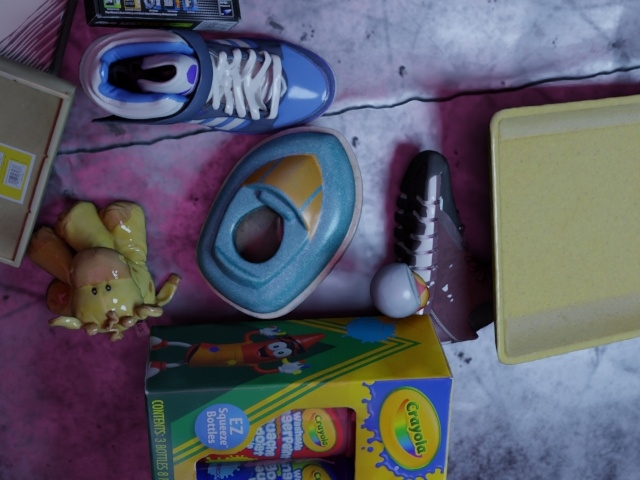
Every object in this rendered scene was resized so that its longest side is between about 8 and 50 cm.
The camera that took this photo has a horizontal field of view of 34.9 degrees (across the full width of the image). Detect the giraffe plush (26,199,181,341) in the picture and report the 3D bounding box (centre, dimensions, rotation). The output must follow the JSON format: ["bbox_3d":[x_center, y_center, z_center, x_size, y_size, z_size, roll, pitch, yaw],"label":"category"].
[{"bbox_3d":[-0.282,0.059,1.317,0.181,0.170,0.210,-35,102,2],"label":"giraffe plush"}]

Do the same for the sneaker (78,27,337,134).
[{"bbox_3d":[-0.131,-0.189,1.246,0.323,0.236,0.130,6,101,-6],"label":"sneaker"}]

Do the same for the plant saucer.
[{"bbox_3d":[0.354,-0.027,1.370,0.333,0.081,0.332,-9,104,-22],"label":"plant saucer"}]

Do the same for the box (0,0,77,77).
[{"bbox_3d":[-0.382,-0.245,1.284,0.113,0.094,0.275,14,100,-8],"label":"box"}]

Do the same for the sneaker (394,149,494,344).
[{"bbox_3d":[0.190,0.014,1.399,0.163,0.106,0.281,0,108,-15],"label":"sneaker"}]

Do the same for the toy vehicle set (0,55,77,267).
[{"bbox_3d":[-0.414,-0.101,1.245,0.166,0.035,0.266,21,121,-10],"label":"toy vehicle set"}]

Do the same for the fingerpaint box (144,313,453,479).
[{"bbox_3d":[-0.030,0.332,1.350,0.371,0.163,0.444,-2,116,-5],"label":"fingerpaint box"}]

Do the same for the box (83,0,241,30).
[{"bbox_3d":[-0.200,-0.351,1.242,0.191,0.045,0.184,-4,86,-31],"label":"box"}]

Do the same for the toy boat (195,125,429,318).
[{"bbox_3d":[0.000,0.000,1.299,0.318,0.148,0.267,31,93,16],"label":"toy boat"}]
